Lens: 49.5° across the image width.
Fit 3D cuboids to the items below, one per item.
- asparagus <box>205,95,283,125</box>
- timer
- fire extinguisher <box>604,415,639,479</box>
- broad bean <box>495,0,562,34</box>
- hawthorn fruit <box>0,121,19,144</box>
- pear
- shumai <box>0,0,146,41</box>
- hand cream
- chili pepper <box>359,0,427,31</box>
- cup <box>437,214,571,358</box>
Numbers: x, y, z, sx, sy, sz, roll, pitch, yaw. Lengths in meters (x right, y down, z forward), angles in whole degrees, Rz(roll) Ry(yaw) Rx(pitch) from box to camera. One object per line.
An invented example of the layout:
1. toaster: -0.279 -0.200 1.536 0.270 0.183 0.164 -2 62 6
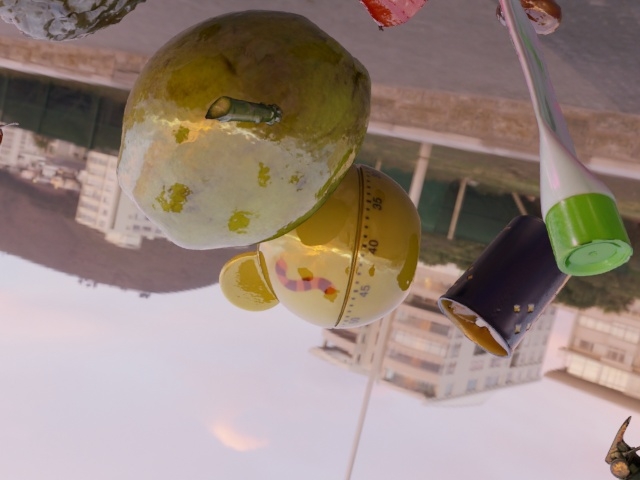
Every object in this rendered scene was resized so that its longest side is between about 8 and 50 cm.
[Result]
1. asparagus: -0.074 -0.143 0.776 0.034 0.027 0.236 18 -168 9
2. timer: 0.000 0.000 1.404 0.387 0.376 0.376 8 -174 -4
3. fire extinguisher: 0.476 0.386 0.902 0.311 0.114 0.095 52 -159 21
4. broad bean: 0.391 -0.433 1.304 0.114 0.084 0.165 17 -160 -6
5. hawthorn fruit: -0.369 -0.123 0.758 0.103 0.066 0.067 -8 -179 11
6. pear: -0.120 -0.177 1.073 0.352 0.413 0.352 47 176 4
7. shumai: -0.229 -0.357 0.765 0.283 0.217 0.346 -9 165 -4
8. hand cream: 0.175 -0.102 0.536 0.050 0.275 0.079 -7 147 6
9. chili pepper: 0.073 -0.366 0.953 0.088 0.065 0.169 -23 149 29
10. cup: 0.383 0.095 1.453 0.178 0.256 0.255 44 166 1
